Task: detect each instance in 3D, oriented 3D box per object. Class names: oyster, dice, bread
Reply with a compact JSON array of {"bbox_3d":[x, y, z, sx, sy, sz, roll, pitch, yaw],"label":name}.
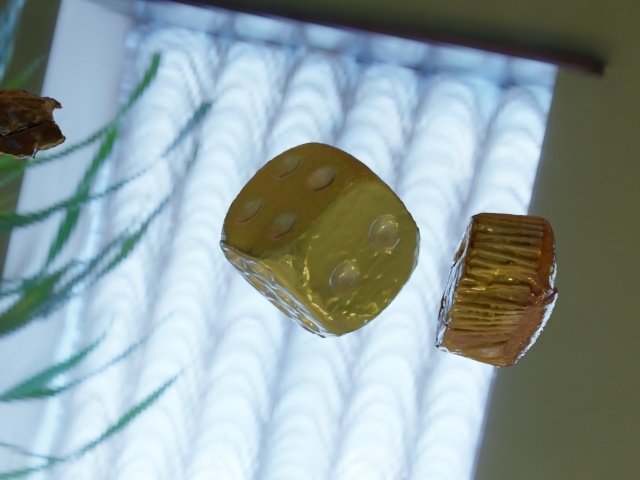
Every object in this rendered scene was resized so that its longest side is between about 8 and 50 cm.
[{"bbox_3d":[-0.589,-0.221,2.634,0.271,0.100,0.275,-11,-155,-34],"label":"oyster"},{"bbox_3d":[0.000,0.000,1.756,0.166,0.169,0.169,24,159,52],"label":"dice"},{"bbox_3d":[0.272,0.076,2.270,0.156,0.204,0.288,12,152,2],"label":"bread"}]
